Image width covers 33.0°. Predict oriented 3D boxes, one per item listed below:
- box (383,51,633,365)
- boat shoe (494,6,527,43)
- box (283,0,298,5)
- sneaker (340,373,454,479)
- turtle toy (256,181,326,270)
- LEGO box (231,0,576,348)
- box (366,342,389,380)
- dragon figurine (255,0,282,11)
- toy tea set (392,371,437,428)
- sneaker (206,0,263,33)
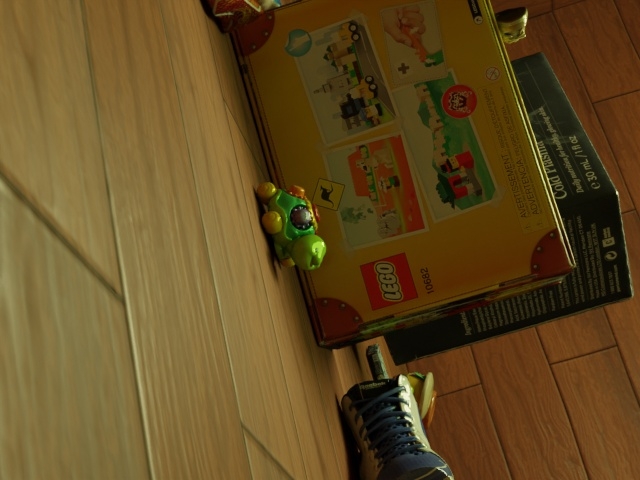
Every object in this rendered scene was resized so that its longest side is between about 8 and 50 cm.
[{"bbox_3d":[0.297,-0.070,2.119,0.479,0.472,0.297,-102,171,-48],"label":"box"},{"bbox_3d":[0.280,-0.313,1.582,0.135,0.050,0.045,-89,156,-76],"label":"boat shoe"},{"bbox_3d":[0.080,-0.394,2.229,0.168,0.346,0.215,64,10,-64],"label":"box"},{"bbox_3d":[0.091,0.282,1.487,0.315,0.128,0.182,94,-24,-85],"label":"sneaker"},{"bbox_3d":[-0.031,-0.014,1.336,0.095,0.066,0.130,67,8,-50],"label":"turtle toy"},{"bbox_3d":[0.117,-0.129,1.605,0.193,0.373,0.500,46,28,-80],"label":"LEGO box"},{"bbox_3d":[0.132,0.298,2.333,0.094,0.027,0.137,-52,125,-82],"label":"box"},{"bbox_3d":[-0.094,-0.408,1.857,0.289,0.085,0.144,56,18,-70],"label":"dragon figurine"},{"bbox_3d":[0.127,0.323,1.935,0.336,0.124,0.200,69,35,-69],"label":"toy tea set"},{"bbox_3d":[-0.119,-0.325,1.449,0.067,0.064,0.175,64,1,6],"label":"sneaker"}]
